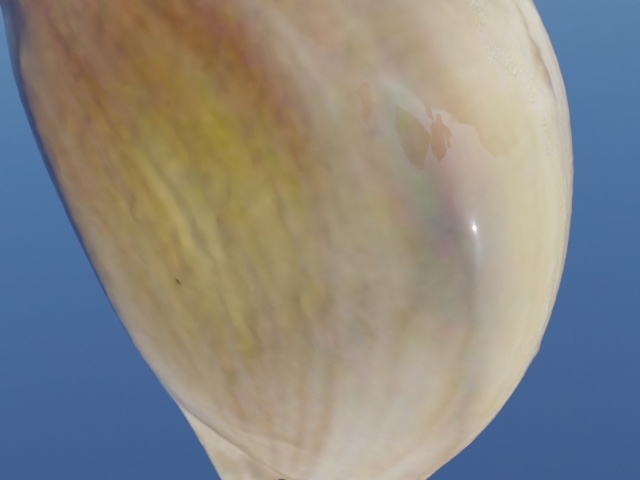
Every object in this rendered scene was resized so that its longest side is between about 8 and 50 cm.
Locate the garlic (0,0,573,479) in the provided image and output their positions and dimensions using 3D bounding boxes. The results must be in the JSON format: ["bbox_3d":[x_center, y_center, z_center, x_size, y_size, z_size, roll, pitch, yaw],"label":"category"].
[{"bbox_3d":[0.003,0.004,0.509,0.128,0.267,0.148,-24,-160,-38],"label":"garlic"}]
